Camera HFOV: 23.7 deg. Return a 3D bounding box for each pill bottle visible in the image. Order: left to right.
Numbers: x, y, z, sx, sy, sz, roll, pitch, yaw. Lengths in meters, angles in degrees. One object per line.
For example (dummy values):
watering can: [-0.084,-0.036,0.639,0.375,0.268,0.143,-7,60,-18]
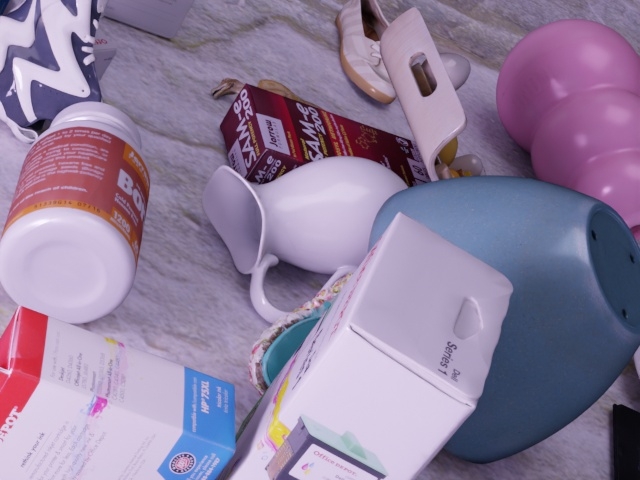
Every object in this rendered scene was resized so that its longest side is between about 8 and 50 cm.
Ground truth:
pill bottle: [-0.219,-0.034,1.389,0.121,0.121,0.216,25,33,-17]

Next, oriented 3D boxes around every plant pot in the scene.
plant pot: [0.209,0.056,1.497,0.290,0.195,0.290,33,47,-44]

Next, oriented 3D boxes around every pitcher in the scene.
pitcher: [0.000,0.000,1.579,0.207,0.125,0.178,-5,69,-34]

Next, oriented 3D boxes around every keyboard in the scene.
keyboard: [0.364,0.254,1.658,0.108,0.023,0.180,25,32,-5]

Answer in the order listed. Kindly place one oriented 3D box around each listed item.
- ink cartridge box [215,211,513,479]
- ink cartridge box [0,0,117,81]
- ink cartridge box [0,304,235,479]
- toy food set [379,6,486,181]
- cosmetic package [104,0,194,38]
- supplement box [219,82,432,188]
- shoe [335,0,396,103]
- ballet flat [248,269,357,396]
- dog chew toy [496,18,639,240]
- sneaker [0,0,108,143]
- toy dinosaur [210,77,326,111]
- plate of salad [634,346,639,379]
ink cartridge box: [0.021,0.141,1.226,0.117,0.278,0.201,34,30,-3]
ink cartridge box: [-0.293,-0.226,1.652,0.122,0.052,0.088,47,33,20]
ink cartridge box: [-0.195,0.139,1.159,0.231,0.134,0.078,23,33,-20]
toy food set: [0.172,-0.096,1.765,0.220,0.092,0.306,-108,170,-45]
cosmetic package: [-0.210,-0.371,1.806,0.151,0.184,0.151,17,35,-27]
supplement box: [0.013,-0.083,1.732,0.239,0.073,0.130,16,35,-28]
shoe: [0.066,-0.265,2.051,0.076,0.058,0.219,17,35,-27]
ballet flat: [0.000,0.094,1.464,0.241,0.077,0.091,-28,102,-45]
dog chew toy: [0.363,-0.139,2.043,0.206,0.206,0.332,12,46,-34]
sneaker: [-0.248,-0.190,1.548,0.235,0.094,0.153,-43,103,-31]
toy dinosaur: [-0.037,-0.160,1.810,0.183,0.053,0.093,12,36,-34]
plate of salad: [0.448,0.189,1.803,0.199,0.048,0.200,22,37,-18]
